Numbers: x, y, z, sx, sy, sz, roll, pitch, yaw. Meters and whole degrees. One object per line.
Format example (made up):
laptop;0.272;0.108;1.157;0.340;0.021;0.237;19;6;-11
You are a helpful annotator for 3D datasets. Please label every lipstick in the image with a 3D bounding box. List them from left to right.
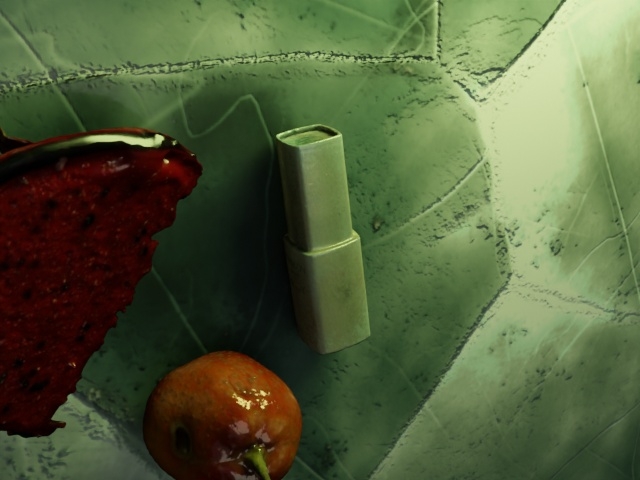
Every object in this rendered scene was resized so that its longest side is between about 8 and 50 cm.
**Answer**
lipstick;0.000;0.000;0.865;0.077;0.079;0.253;-19;117;-22

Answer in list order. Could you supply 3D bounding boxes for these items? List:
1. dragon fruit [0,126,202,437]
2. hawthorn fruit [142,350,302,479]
dragon fruit;-0.275;0.022;0.669;0.343;0.100;0.282;-56;155;5
hawthorn fruit;-0.075;0.211;0.780;0.165;0.285;0.165;-5;101;-29
